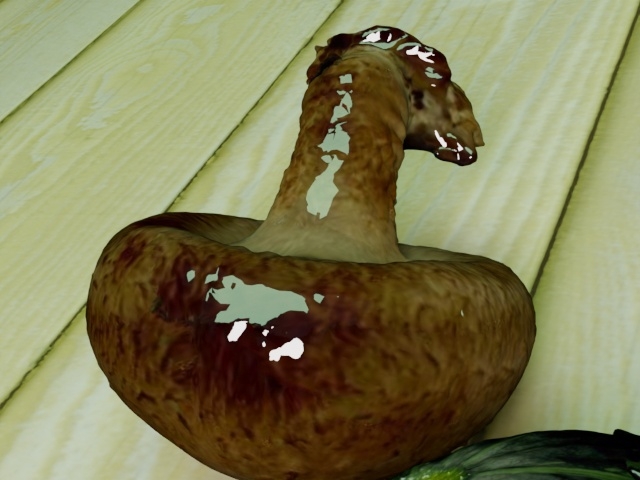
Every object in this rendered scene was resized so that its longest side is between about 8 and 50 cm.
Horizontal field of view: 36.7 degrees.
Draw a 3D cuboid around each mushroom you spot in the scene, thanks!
[{"bbox_3d":[0.015,0.015,0.746,0.331,0.356,0.334,31,13,20],"label":"mushroom"}]

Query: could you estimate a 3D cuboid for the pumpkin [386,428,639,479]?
[{"bbox_3d":[0.111,0.238,0.477,0.295,0.296,0.296,-14,34,10],"label":"pumpkin"}]
